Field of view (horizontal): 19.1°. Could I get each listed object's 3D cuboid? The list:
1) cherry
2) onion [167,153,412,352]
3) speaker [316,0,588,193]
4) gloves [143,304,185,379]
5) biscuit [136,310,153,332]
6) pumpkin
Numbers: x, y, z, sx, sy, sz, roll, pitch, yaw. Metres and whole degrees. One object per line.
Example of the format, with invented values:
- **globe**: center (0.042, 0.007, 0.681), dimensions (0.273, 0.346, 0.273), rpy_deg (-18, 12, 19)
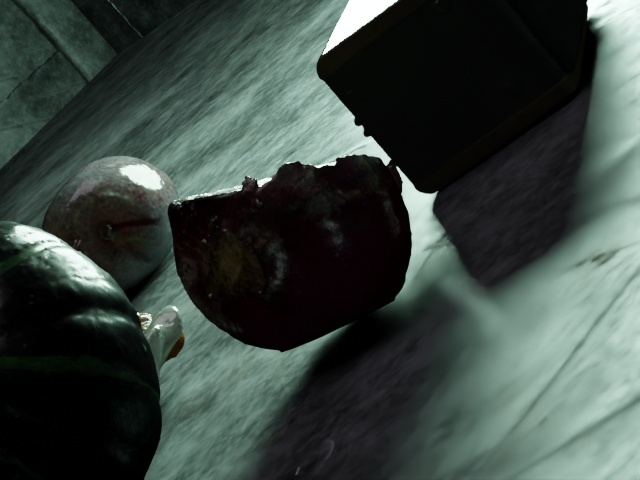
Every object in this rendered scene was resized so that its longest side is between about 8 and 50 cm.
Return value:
- **cherry**: center (-0.232, -0.019, 2.140), dimensions (0.176, 0.140, 0.176), rpy_deg (-52, 4, 5)
- **onion**: center (0.000, 0.000, 1.459), dimensions (0.195, 0.140, 0.218), rpy_deg (-23, -3, 40)
- **speaker**: center (0.120, -0.179, 1.641), dimensions (0.192, 0.153, 0.231), rpy_deg (-36, 14, 25)
- **gloves**: center (-0.208, 0.135, 1.637), dimensions (0.218, 0.131, 0.140), rpy_deg (-17, 20, -37)
- **biscuit**: center (-0.279, 0.174, 1.865), dimensions (0.305, 0.038, 0.305), rpy_deg (-38, 13, 11)
- **pumpkin**: center (-0.273, 0.131, 1.428), dimensions (0.315, 0.315, 0.238), rpy_deg (-41, -27, -2)
